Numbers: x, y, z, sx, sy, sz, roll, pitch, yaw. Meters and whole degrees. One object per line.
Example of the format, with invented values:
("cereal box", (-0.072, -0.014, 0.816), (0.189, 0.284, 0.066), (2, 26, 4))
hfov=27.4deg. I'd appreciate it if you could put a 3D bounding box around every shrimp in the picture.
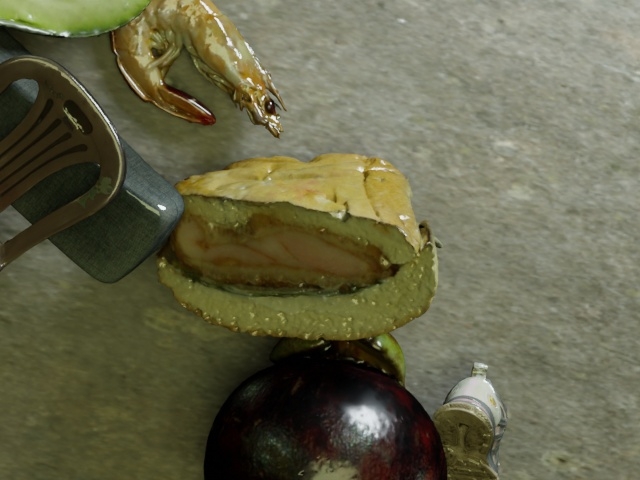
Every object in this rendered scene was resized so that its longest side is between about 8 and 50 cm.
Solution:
("shrimp", (-0.138, -0.189, 1.466), (0.236, 0.053, 0.133), (45, 87, -11))

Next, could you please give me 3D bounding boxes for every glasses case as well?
("glasses case", (-0.295, -0.098, 1.391), (0.323, 0.074, 0.131), (43, 119, -1))

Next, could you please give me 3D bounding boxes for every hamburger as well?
("hamburger", (0.001, -0.003, 1.456), (0.330, 0.209, 0.162), (3, 112, 25))

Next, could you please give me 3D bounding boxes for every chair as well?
("chair", (-0.370, -0.026, 1.304), (0.326, 0.183, 0.175), (-32, 99, 31))

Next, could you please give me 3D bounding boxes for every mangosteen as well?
("mangosteen", (0.009, 0.240, 1.465), (0.288, 0.288, 0.288), (-2, 100, -11))

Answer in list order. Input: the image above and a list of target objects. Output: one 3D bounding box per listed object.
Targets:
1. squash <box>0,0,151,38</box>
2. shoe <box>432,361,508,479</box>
("squash", (-0.304, -0.328, 1.328), (0.309, 0.210, 0.233), (27, 88, -9))
("shoe", (0.180, 0.229, 1.583), (0.089, 0.092, 0.180), (8, 136, 18))
